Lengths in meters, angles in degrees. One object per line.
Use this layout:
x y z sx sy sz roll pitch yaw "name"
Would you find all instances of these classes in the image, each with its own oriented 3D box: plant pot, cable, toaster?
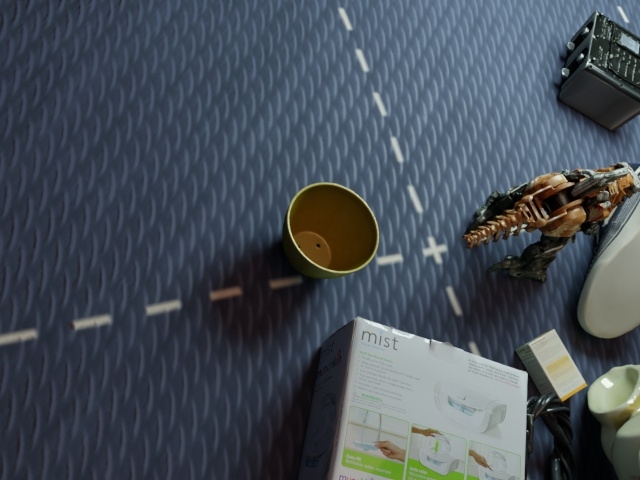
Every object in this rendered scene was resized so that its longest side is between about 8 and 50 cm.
0.000 0.000 1.051 0.134 0.095 0.134 10 63 -21 "plant pot"
0.308 0.310 1.062 0.151 0.047 0.184 2 83 -43 "cable"
0.561 -0.323 1.453 0.186 0.110 0.168 27 59 -10 "toaster"

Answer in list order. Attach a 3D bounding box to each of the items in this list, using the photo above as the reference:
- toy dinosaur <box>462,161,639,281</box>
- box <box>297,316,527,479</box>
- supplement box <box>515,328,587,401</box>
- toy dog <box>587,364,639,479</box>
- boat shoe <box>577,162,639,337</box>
0.343 -0.050 1.158 0.322 0.218 0.164 4 65 -23 "toy dinosaur"
0.122 0.252 0.967 0.262 0.127 0.231 19 59 -15 "box"
0.352 0.194 1.153 0.062 0.036 0.098 -20 76 -30 "supplement box"
0.581 0.369 1.006 0.407 0.285 0.395 60 26 0 "toy dog"
0.517 0.008 1.281 0.127 0.158 0.340 36 85 -10 "boat shoe"
